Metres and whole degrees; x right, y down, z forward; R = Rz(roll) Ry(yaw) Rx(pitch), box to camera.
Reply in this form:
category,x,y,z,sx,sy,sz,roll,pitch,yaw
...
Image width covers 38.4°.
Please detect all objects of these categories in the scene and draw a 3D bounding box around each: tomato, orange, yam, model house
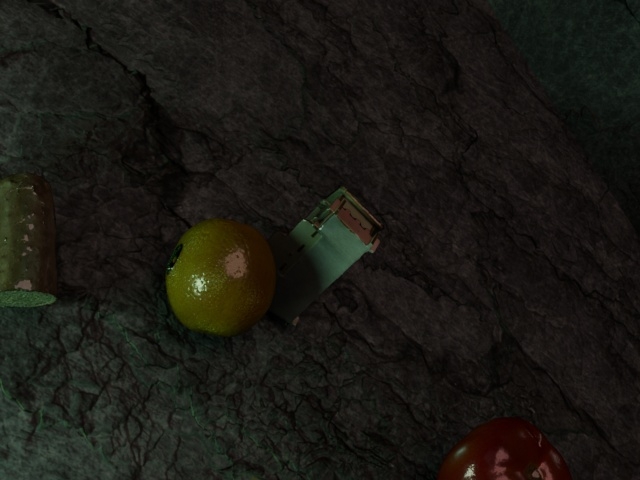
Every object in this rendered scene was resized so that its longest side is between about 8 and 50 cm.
category,x,y,z,sx,sy,sz,roll,pitch,yaw
tomato,0.377,0.523,1.916,0.299,0.226,0.298,22,52,-32
orange,-0.194,0.074,1.794,0.236,0.236,0.236,22,47,-26
yam,-0.538,0.006,1.637,0.129,0.128,0.238,44,31,-60
model house,0.000,0.000,1.947,0.169,0.326,0.244,43,36,-3

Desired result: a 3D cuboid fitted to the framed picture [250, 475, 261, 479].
category,x,y,z,sx,sy,sz,roll,pitch,yaw
framed picture,-0.070,0.526,1.658,0.201,0.010,0.136,30,40,8
